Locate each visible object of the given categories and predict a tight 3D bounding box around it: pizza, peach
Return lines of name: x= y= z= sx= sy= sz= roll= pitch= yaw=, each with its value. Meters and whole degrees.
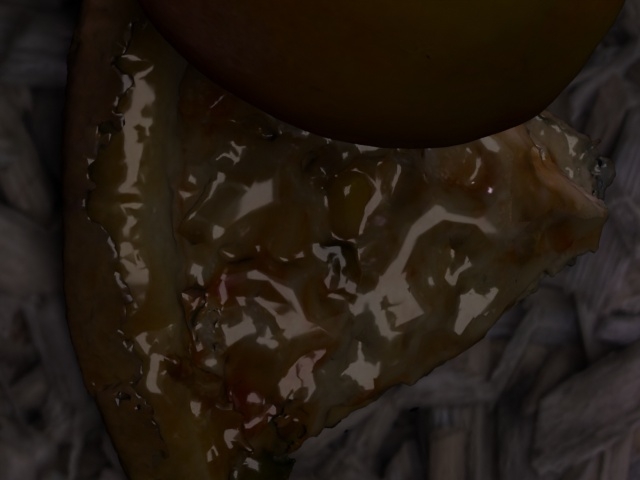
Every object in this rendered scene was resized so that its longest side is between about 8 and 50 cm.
pizza: x=-0.030 y=0.000 z=1.238 sx=0.435 sy=0.080 sz=0.392 roll=35 pitch=83 yaw=-24
peach: x=0.020 y=-0.207 z=1.030 sx=0.332 sy=0.308 sz=0.308 roll=25 pitch=87 yaw=-13
